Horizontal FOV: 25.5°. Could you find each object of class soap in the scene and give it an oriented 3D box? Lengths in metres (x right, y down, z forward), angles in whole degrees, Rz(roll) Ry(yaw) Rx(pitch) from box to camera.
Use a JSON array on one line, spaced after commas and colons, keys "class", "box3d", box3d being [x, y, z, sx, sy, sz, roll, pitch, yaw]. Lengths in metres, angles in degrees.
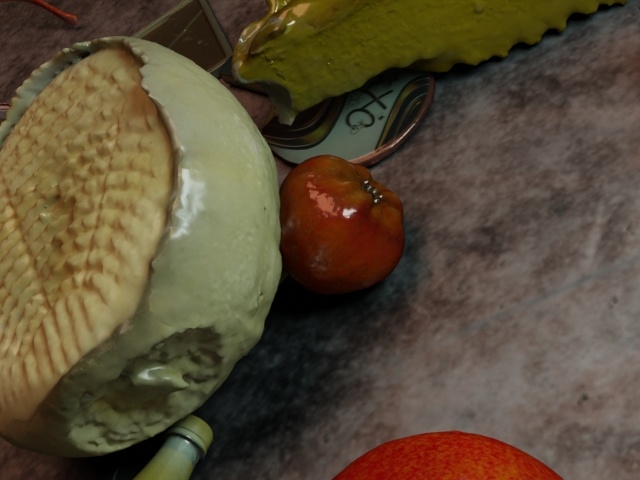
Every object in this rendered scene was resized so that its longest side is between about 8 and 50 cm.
[{"class": "soap", "box3d": [0.129, -0.225, 1.320, 0.338, 0.169, 0.304, 10, 59, 40]}]

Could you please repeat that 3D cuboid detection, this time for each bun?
[{"class": "bun", "box3d": [-0.165, 0.014, 1.241, 0.364, 0.202, 0.364, -20, 62, 42]}]

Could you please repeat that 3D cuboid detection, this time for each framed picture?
[{"class": "framed picture", "box3d": [-0.222, -0.188, 1.677, 0.250, 0.016, 0.184, -34, 39, 4]}]

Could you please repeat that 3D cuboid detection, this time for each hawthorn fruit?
[{"class": "hawthorn fruit", "box3d": [0.008, -0.010, 1.246, 0.140, 0.125, 0.125, -24, 39, -5]}]

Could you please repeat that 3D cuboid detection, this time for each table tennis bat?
[{"class": "table tennis bat", "box3d": [-0.003, -0.152, 1.475, 0.173, 0.022, 0.301, -48, 42, -15]}]

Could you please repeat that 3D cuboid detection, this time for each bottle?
[{"class": "bottle", "box3d": [-0.163, 0.254, 1.155, 0.083, 0.083, 0.270, -3, 41, 35]}]

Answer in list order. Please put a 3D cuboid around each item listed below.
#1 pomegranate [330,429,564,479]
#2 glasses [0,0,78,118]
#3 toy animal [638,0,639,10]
[{"class": "pomegranate", "box3d": [0.081, 0.248, 0.876, 0.221, 0.221, 0.257, -20, 71, 21]}, {"class": "glasses", "box3d": [-0.469, -0.250, 1.845, 0.268, 0.118, 0.234, -3, 49, 35]}, {"class": "toy animal", "box3d": [0.359, -0.172, 1.146, 0.179, 0.116, 0.218, 9, 51, 43]}]
